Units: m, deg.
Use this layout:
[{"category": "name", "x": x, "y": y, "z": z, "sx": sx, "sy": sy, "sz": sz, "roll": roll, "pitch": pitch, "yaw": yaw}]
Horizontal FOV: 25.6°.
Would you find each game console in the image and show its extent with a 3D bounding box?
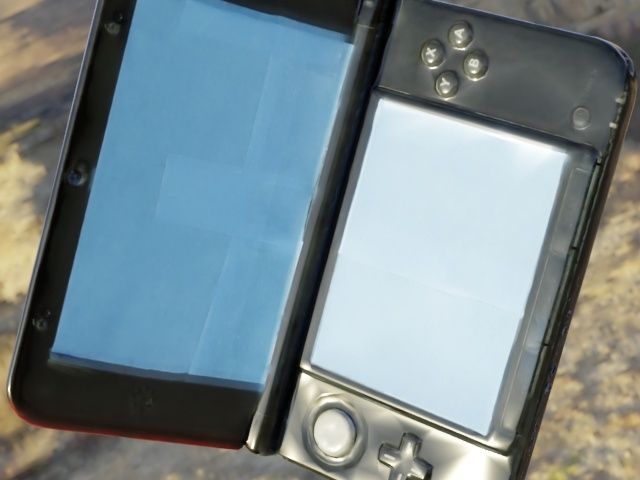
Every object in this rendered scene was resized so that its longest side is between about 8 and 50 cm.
[{"category": "game console", "x": 0.000, "y": 0.000, "z": 0.381, "sx": 0.124, "sy": 0.144, "sz": 0.085, "roll": 20, "pitch": 9, "yaw": 31}]
